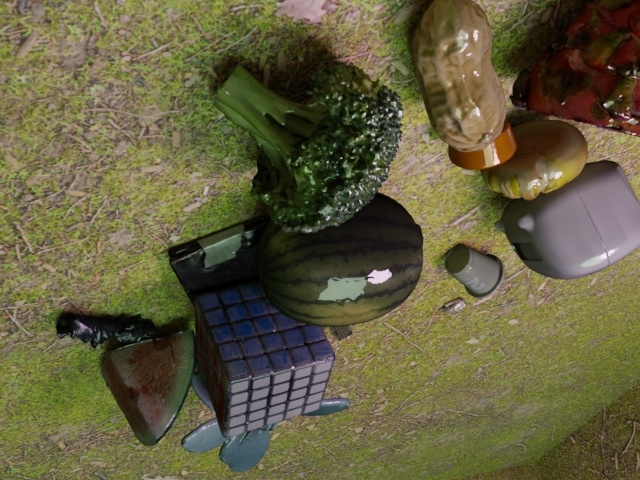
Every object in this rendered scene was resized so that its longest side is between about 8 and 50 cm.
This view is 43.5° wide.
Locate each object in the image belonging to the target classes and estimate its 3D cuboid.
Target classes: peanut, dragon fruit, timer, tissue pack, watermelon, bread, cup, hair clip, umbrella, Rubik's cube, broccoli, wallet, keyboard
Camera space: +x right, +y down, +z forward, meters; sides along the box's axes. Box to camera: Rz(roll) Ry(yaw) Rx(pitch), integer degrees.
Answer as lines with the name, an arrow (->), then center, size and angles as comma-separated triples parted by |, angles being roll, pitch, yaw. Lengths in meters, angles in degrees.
peanut -> 0.233, -0.277, 1.348 | 0.140, 0.153, 0.325 | -14, 141, 9
dragon fruit -> 0.533, -0.321, 1.403 | 0.314, 0.296, 0.262 | 6, 105, -31
timer -> 0.297, -0.231, 1.521 | 0.132, 0.132, 0.152 | -20, 125, -3
tissue pack -> 0.532, -0.034, 1.740 | 0.236, 0.229, 0.333 | -27, 179, -1
watermelon -> -0.408, 0.333, 1.846 | 0.201, 0.261, 0.213 | 20, 150, -16
bread -> 0.423, -0.158, 1.603 | 0.213, 0.213, 0.104 | -22, 129, 1
watermelon -> 0.050, 0.031, 1.597 | 0.360, 0.278, 0.279 | -4, 144, -20
cup -> 0.384, 0.070, 2.010 | 0.120, 0.120, 0.141 | -37, 132, 24
hair clip -> -0.184, 0.382, 2.018 | 0.392, 0.238, 0.318 | -37, 144, 24
umbrella -> -0.462, 0.199, 1.750 | 0.080, 0.071, 0.224 | -1, 174, 44
Rubik's cube -> -0.126, 0.243, 1.714 | 0.237, 0.237, 0.238 | -12, 143, -18
broccoli -> -0.008, -0.178, 1.328 | 0.249, 0.302, 0.375 | -32, -179, -23
wallet -> -0.185, 0.071, 1.719 | 0.221, 0.071, 0.262 | -19, 142, -2
keyboard -> 0.053, 0.233, 2.140 | 0.049, 0.015, 0.129 | -23, 148, 2

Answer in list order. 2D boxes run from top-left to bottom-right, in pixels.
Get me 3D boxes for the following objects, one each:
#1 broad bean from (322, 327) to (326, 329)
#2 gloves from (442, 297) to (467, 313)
broad bean -> -0.009, 0.143, 1.899 | 0.169, 0.100, 0.228 | -16, 146, -21
gloves -> 0.377, 0.181, 2.238 | 0.081, 0.037, 0.044 | -32, 111, 26
